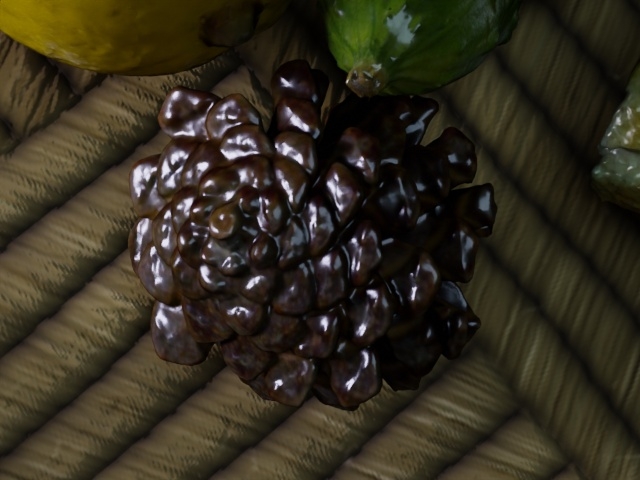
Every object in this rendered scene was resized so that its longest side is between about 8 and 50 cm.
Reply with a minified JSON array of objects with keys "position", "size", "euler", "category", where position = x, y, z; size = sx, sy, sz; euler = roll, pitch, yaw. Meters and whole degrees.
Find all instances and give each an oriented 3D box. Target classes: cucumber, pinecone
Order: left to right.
[{"position":[0.002,-0.001,0.985],"size":[0.201,0.202,0.229],"euler":[-28,67,-36],"category":"pinecone"},{"position":[0.056,-0.146,0.950],"size":[0.134,0.134,0.244],"euler":[34,33,-5],"category":"cucumber"}]

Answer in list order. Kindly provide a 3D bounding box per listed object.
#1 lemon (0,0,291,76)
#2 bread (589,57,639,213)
[{"position":[-0.116,-0.248,0.945],"size":[0.297,0.297,0.297],"euler":[2,82,-11],"category":"lemon"},{"position":[0.282,-0.111,1.061],"size":[0.124,0.186,0.257],"euler":[33,73,7],"category":"bread"}]
